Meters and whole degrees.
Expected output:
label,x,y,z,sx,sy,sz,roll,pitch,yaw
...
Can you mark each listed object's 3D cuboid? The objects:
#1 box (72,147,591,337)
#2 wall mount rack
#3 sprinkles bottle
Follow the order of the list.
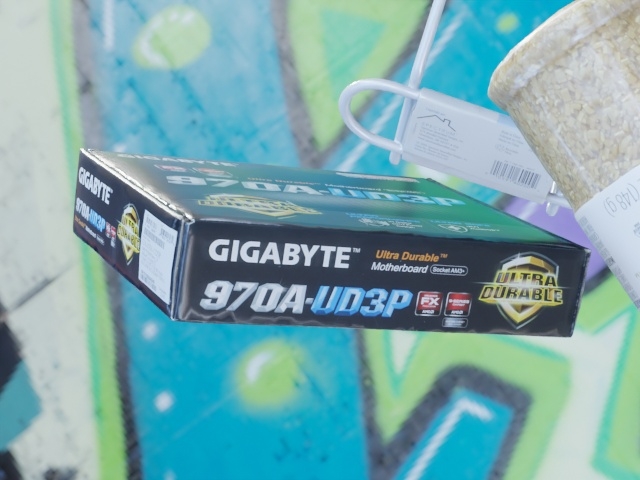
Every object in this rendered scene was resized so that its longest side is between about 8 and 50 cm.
label,x,y,z,sx,sy,sz,roll,pitch,yaw
box,0.000,0.000,0.755,0.220,0.051,0.175,4,-168,-25
wall mount rack,0.208,-0.173,1.640,0.350,0.130,0.304,19,145,4
sprinkles bottle,0.232,0.028,0.773,0.355,0.121,0.121,57,-176,9
